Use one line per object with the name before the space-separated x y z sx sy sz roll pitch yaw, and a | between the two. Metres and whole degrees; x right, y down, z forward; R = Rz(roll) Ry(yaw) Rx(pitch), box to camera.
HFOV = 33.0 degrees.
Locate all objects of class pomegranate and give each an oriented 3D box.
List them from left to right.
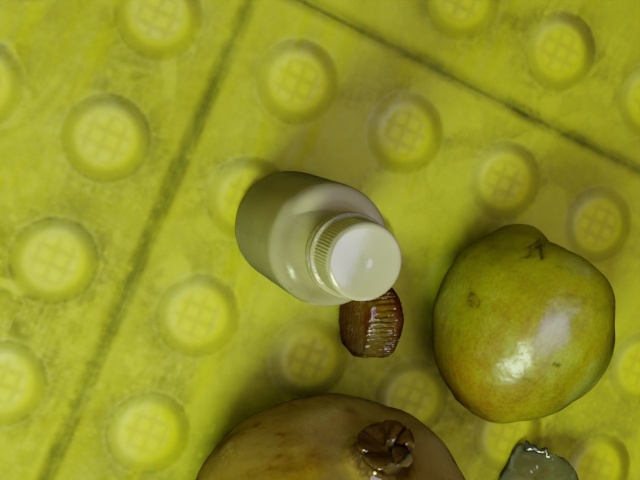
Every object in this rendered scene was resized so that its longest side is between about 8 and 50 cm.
pomegranate | 0.011 0.298 1.029 0.307 0.307 0.307 -2 98 -17

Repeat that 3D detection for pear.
pear | 0.205 0.087 1.099 0.200 0.200 0.200 -2 98 -17

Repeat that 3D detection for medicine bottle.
medicine bottle | 0.000 0.000 0.985 0.114 0.252 0.114 -2 98 -16

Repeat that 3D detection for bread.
bread | 0.055 0.079 1.105 0.053 0.085 0.085 -1 98 -22

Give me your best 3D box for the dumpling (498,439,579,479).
dumpling | 0.230 0.402 1.203 0.166 0.086 0.332 24 90 13
